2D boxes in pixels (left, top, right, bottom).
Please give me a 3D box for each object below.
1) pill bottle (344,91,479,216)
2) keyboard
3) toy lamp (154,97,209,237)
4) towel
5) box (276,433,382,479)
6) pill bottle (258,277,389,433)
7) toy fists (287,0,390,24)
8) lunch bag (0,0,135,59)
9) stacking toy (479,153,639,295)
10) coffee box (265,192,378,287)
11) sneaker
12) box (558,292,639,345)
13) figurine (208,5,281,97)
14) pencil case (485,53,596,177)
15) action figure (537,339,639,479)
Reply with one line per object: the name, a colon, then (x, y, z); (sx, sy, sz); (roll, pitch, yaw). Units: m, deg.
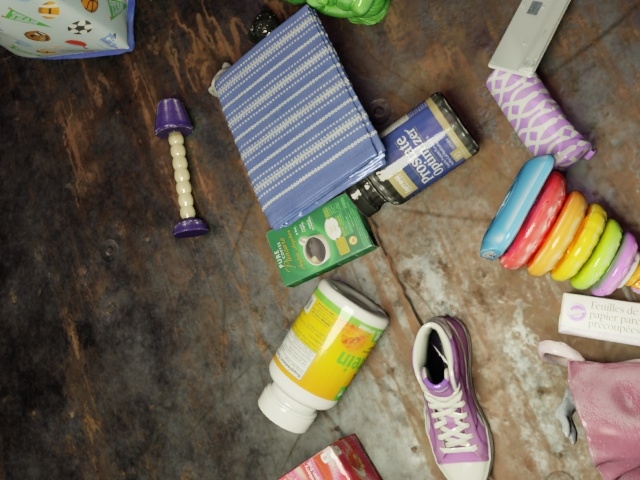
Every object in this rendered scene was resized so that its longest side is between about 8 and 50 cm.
pill bottle: (0.143, -0.137, 1.135); (0.219, 0.123, 0.122); (-35, 73, 16)
keyboard: (0.352, -0.369, 1.084); (0.072, 0.014, 0.256); (21, 72, 29)
toy lamp: (-0.278, -0.145, 1.336); (0.080, 0.080, 0.274); (-14, 78, 21)
towel: (-0.044, -0.210, 1.163); (0.243, 0.040, 0.336); (-33, 65, 22)
box: (0.055, 0.467, 1.112); (0.128, 0.123, 0.256); (-38, 72, 15)
pill bottle: (-0.002, 0.199, 1.155); (0.136, 0.136, 0.245); (35, 99, 22)
toy fists: (-0.013, -0.463, 1.221); (0.279, 0.142, 0.096); (26, 95, 23)
lunch bag: (-0.625, -0.520, 1.382); (0.386, 0.328, 0.238); (-2, 80, 24)
stacking toy: (0.407, 0.017, 1.011); (0.302, 0.175, 0.165); (29, 86, 8)
coffee box: (0.000, 0.000, 1.225); (0.184, 0.040, 0.113); (-27, 75, 18)
sneaker: (0.193, 0.260, 1.056); (0.102, 0.161, 0.282); (-14, 81, 19)
box: (0.519, 0.129, 0.984); (0.324, 0.067, 0.063); (7, 88, 22)
figurine: (-0.106, -0.313, 1.285); (0.215, 0.092, 0.209); (-50, 61, 12)
pencil case: (0.350, -0.200, 1.078); (0.088, 0.086, 0.206); (-25, 75, -17)
action figure: (0.528, 0.211, 0.904); (0.370, 0.248, 0.275); (-33, 53, 27)
